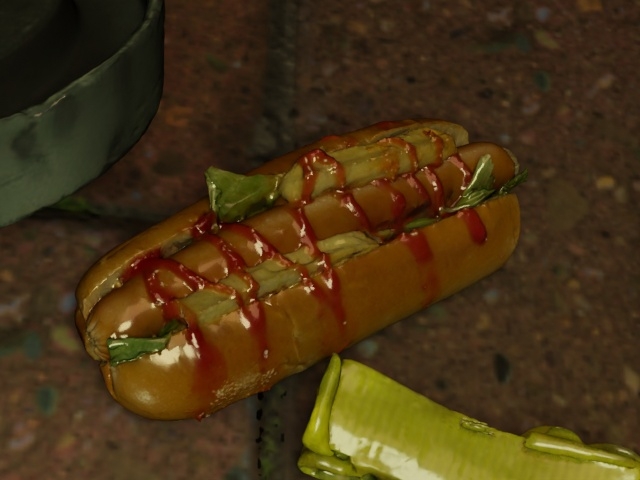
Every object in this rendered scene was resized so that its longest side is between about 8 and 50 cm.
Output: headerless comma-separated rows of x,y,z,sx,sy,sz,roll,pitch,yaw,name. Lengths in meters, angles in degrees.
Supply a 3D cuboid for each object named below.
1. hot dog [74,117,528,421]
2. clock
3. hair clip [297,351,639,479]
0.000,0.000,0.727,0.250,0.076,0.104,-23,63,-25,hot dog
-0.207,-0.085,0.685,0.281,0.055,0.280,-1,35,1,clock
0.076,0.108,0.686,0.173,0.046,0.072,17,62,0,hair clip
